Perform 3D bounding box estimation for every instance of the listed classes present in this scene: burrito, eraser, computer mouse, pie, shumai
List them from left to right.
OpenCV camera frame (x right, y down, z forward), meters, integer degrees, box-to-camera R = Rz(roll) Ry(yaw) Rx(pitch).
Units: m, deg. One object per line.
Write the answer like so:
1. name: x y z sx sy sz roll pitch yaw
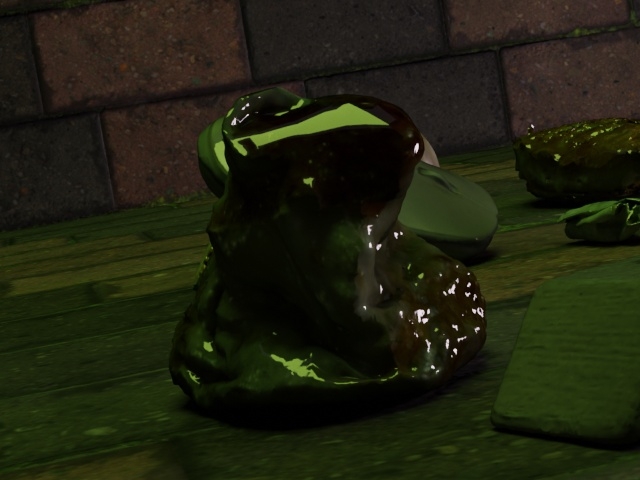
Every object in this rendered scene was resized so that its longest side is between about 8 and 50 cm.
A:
1. shumai: 0.000 0.000 0.953 0.222 0.203 0.272 -10 2 -18
2. computer mouse: 0.030 -0.067 1.490 0.331 0.095 0.197 14 27 -1
3. burrito: 0.298 -0.021 1.439 0.074 0.044 0.118 -13 5 -13
4. pie: 0.425 -0.116 1.898 0.288 0.102 0.355 -12 10 -28
5. eraser: 0.257 0.033 0.815 0.353 0.077 0.111 -13 8 -34

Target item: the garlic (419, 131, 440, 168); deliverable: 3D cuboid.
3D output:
1. garlic: 0.057 -0.063 1.732 0.160 0.191 0.214 15 -9 -7

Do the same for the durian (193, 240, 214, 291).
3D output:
1. durian: -0.084 -0.001 1.601 0.139 0.144 0.252 -31 11 2
